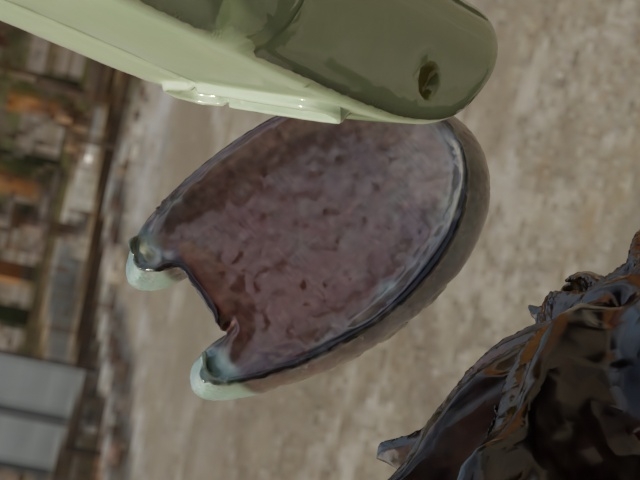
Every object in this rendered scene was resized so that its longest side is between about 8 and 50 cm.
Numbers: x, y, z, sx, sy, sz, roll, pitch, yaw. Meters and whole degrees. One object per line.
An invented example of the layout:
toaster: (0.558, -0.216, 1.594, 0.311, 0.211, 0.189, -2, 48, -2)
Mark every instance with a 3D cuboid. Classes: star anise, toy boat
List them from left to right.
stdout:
toy boat: (0.000, 0.000, 1.078, 0.155, 0.227, 0.085, 58, -178, 17)
star anise: (0.128, 0.050, 0.621, 0.272, 0.102, 0.272, -34, 2, 1)

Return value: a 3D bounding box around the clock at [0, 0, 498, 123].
clock: (-0.021, -0.208, 0.494, 0.109, 0.265, 0.324, 11, 86, 39)
